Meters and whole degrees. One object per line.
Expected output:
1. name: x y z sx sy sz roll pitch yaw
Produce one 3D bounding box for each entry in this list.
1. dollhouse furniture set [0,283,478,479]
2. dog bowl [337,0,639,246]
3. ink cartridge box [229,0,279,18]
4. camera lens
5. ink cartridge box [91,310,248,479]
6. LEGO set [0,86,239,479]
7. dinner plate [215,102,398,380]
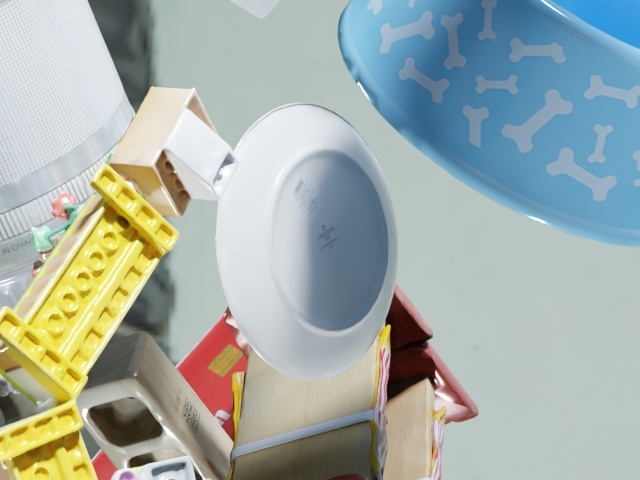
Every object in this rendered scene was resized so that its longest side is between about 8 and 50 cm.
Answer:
1. dollhouse furniture set: -0.098 0.171 1.137 0.374 0.152 0.201 -18 36 20
2. dog bowl: 0.110 -0.112 0.791 0.074 0.166 0.297 -60 4 31
3. ink cartridge box: -0.092 -0.285 0.906 0.198 0.270 0.197 -46 39 23
4. camera lens: -0.263 -0.105 1.404 0.219 0.219 0.274 16 133 52
5. ink cartridge box: -0.087 0.224 1.728 0.296 0.261 0.066 -48 50 6
6. LEGO set: -0.112 0.074 0.792 0.107 0.132 0.287 -20 68 49
7. dinner plate: 0.000 0.000 0.935 0.017 0.141 0.141 -6 84 40
